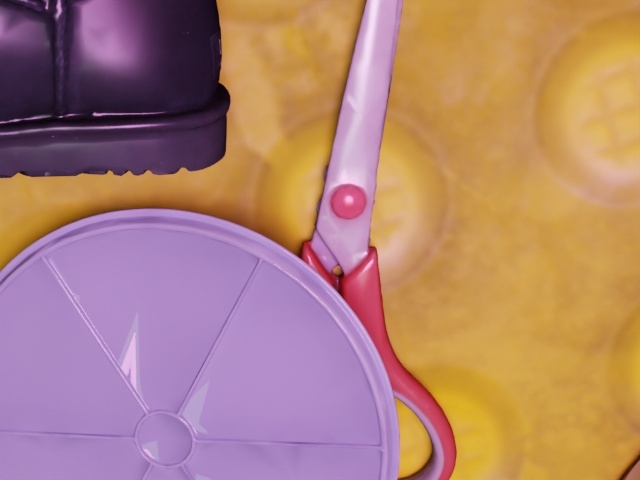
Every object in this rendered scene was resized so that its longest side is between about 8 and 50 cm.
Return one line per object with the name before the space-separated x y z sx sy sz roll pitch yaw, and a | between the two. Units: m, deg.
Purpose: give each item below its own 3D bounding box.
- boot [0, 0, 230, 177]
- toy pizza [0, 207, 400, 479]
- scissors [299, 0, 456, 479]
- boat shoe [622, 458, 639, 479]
boot | -0.148 -0.128 0.433 0.246 0.094 0.207 -2 112 -9
toy pizza | -0.064 0.081 0.528 0.201 0.032 0.201 3 106 10
scissors | 0.000 0.000 0.522 0.109 0.021 0.297 -5 110 1
boat shoe | 0.251 0.062 0.515 0.109 0.098 0.302 38 102 -14
